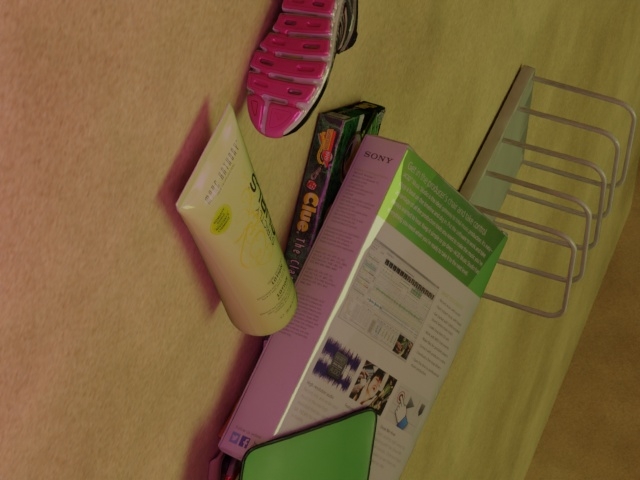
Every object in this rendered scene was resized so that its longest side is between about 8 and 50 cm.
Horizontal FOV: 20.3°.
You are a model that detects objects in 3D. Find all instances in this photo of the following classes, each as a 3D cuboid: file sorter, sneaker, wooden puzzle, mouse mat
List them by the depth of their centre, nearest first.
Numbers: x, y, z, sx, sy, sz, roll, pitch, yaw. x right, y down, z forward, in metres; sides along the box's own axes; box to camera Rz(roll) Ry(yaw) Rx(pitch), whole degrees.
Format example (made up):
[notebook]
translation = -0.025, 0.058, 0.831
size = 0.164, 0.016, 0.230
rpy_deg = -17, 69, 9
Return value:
[sneaker]
translation = -0.007, -0.154, 1.403
size = 0.075, 0.063, 0.170
rpy_deg = 44, 60, -67
[mouse mat]
translation = -0.016, 0.237, 1.613
size = 0.190, 0.007, 0.152
rpy_deg = -11, 114, -48
[wooden puzzle]
translation = -0.084, 0.206, 1.653
size = 0.078, 0.014, 0.116
rpy_deg = -57, 160, -44
[file sorter]
translation = 0.302, -0.060, 2.433
size = 0.193, 0.173, 0.277
rpy_deg = 89, 24, -50

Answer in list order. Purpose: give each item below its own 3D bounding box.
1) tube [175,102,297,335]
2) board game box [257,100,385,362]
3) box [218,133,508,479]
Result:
[tube]
translation = -0.066, -0.003, 1.389
size = 0.240, 0.062, 0.070
rpy_deg = 73, -3, -58
[board game box]
translation = 0.000, 0.000, 1.687
size = 0.136, 0.030, 0.259
rpy_deg = -24, 131, -68
[box]
translation = 0.048, 0.089, 1.682
size = 0.232, 0.058, 0.322
rpy_deg = 37, 76, -53
